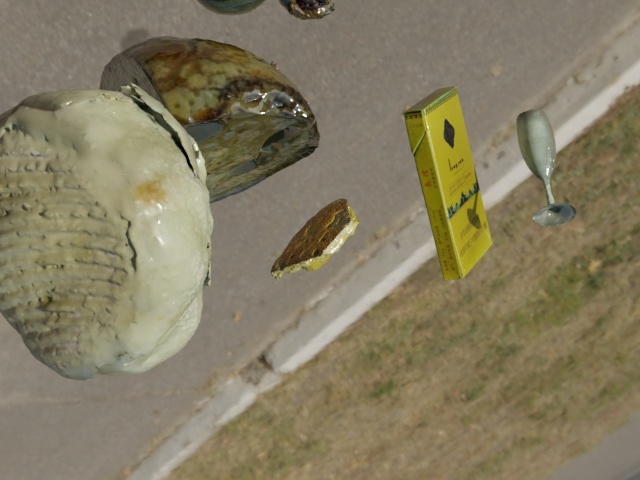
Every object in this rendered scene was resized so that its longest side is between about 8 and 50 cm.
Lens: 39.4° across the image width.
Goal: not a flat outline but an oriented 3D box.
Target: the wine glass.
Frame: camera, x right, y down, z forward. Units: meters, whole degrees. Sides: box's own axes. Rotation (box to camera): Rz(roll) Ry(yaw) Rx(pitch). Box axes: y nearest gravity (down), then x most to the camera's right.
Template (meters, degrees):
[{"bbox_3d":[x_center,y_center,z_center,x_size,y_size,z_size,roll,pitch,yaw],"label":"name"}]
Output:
[{"bbox_3d":[0.349,-0.119,1.401,0.066,0.198,0.066,-2,146,-1],"label":"wine glass"}]

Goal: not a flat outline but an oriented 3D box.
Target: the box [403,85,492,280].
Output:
[{"bbox_3d":[0.208,-0.093,1.428,0.041,0.279,0.153,-6,-162,32],"label":"box"}]

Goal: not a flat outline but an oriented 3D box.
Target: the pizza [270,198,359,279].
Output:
[{"bbox_3d":[0.000,0.001,1.261,0.160,0.099,0.036,-49,123,-20],"label":"pizza"}]

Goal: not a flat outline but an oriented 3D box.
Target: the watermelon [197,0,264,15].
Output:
[{"bbox_3d":[-0.095,-0.322,1.048,0.133,0.105,0.105,-32,156,-21],"label":"watermelon"}]

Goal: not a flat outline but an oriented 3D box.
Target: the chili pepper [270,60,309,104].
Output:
[{"bbox_3d":[-0.076,-0.292,1.798,0.070,0.073,0.123,-47,114,-17],"label":"chili pepper"}]

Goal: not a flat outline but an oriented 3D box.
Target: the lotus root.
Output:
[{"bbox_3d":[-0.126,-0.134,0.942,0.210,0.142,0.314,-6,171,-33],"label":"lotus root"}]

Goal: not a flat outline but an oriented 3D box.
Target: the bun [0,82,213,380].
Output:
[{"bbox_3d":[-0.178,-0.014,0.728,0.239,0.239,0.141,-48,166,31],"label":"bun"}]

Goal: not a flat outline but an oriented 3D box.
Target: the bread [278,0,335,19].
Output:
[{"bbox_3d":[-0.025,-0.358,1.258,0.082,0.060,0.113,-13,137,10],"label":"bread"}]
